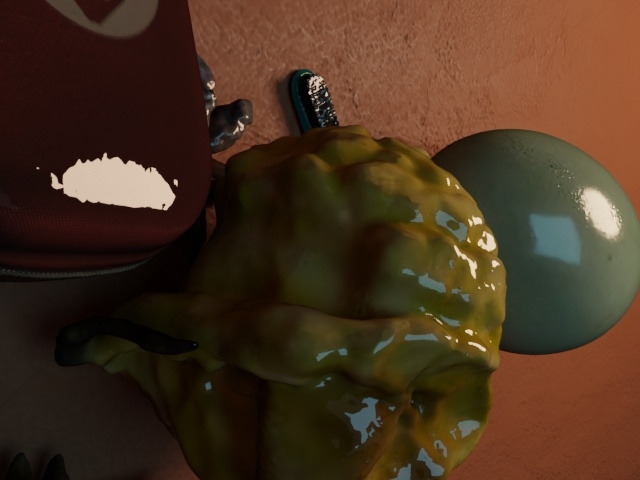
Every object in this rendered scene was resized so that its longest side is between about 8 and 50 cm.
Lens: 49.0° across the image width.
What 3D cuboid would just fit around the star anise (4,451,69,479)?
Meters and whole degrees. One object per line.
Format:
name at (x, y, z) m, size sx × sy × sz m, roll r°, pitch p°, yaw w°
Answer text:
star anise at (-0.243, 0.308, 0.585) m, size 0.292 × 0.109 × 0.350 m, roll -47°, pitch 129°, yaw -21°

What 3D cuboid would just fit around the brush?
brush at (0.011, -0.104, 0.806) m, size 0.043 × 0.032 × 0.193 m, roll -39°, pitch 122°, yaw -34°

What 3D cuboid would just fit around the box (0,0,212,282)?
box at (-0.187, -0.174, 0.436) m, size 0.263 × 0.108 × 0.404 m, roll 2°, pitch 76°, yaw -60°

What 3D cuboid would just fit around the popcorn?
popcorn at (-0.028, 0.075, 0.606) m, size 0.381 × 0.349 × 0.349 m, roll -3°, pitch 102°, yaw -20°

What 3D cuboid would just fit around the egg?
egg at (0.260, 0.006, 0.905) m, size 0.389 × 0.276 × 0.276 m, roll 27°, pitch 79°, yaw -42°

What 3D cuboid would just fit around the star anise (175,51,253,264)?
star anise at (-0.125, -0.066, 0.654) m, size 0.208 × 0.063 × 0.172 m, roll -54°, pitch 135°, yaw -23°
